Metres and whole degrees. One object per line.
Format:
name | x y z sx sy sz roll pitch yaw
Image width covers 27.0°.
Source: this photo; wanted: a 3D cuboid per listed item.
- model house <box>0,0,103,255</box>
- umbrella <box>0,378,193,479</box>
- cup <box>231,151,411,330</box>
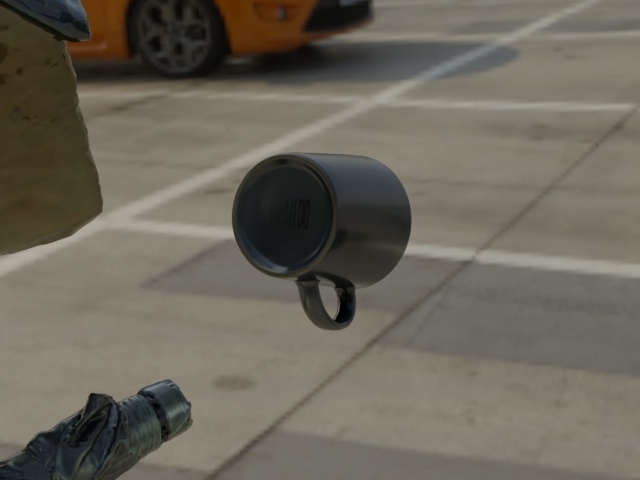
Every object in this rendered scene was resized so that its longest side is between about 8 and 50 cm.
model house | -0.355 -0.162 0.752 0.382 0.343 0.335 -20 59 -12
umbrella | -0.138 0.119 0.676 0.046 0.050 0.188 45 43 20
cup | 0.000 0.000 0.737 0.078 0.100 0.077 -7 -5 30
